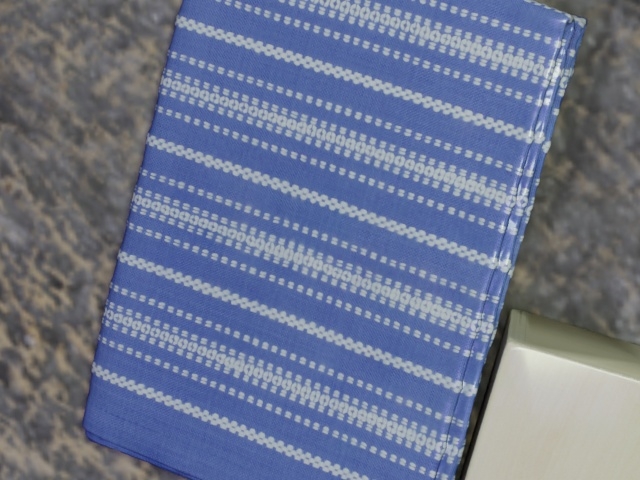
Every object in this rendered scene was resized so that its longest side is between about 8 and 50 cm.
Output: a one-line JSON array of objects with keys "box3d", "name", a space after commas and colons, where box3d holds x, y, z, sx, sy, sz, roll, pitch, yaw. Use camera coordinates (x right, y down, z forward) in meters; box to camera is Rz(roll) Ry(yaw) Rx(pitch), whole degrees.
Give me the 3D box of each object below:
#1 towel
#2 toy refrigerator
[{"box3d": [0.000, 0.000, 1.101, 0.243, 0.040, 0.336, 19, 101, 22], "name": "towel"}, {"box3d": [0.118, 0.186, 1.092, 0.102, 0.094, 0.270, 16, 102, 4], "name": "toy refrigerator"}]
